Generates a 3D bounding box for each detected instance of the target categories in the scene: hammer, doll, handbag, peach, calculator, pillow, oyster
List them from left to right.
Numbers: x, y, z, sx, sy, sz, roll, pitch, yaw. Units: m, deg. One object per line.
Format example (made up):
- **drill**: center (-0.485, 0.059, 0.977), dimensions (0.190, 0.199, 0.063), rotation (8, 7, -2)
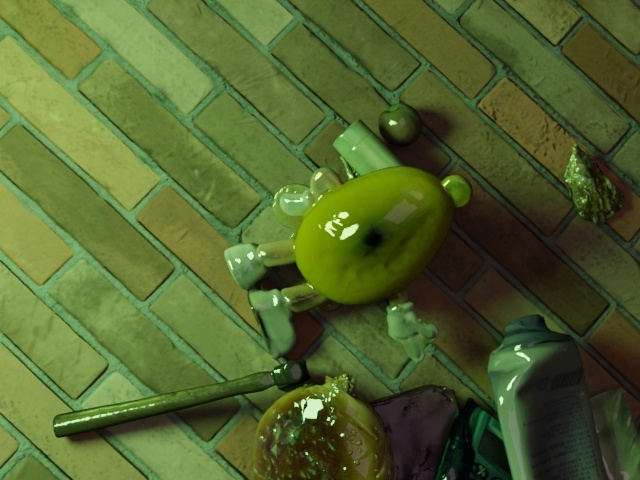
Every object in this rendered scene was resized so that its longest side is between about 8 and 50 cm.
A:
- **hammer**: center (-0.234, 0.266, 1.621), dimensions (0.440, 0.168, 0.044), rotation (-12, 81, 0)
- **doll**: center (0.041, 0.043, 1.630), dimensions (0.423, 0.161, 0.348), rotation (2, 109, 10)
- **peach**: center (0.148, -0.211, 1.767), dimensions (0.083, 0.083, 0.083), rotation (1, 81, -7)
- **handbag**: center (0.151, 0.369, 1.677), dimensions (0.216, 0.074, 0.203), rotation (-16, 83, -7)
- **calculator**: center (0.292, 0.443, 1.622), dimensions (0.248, 0.058, 0.274), rotation (37, 60, -21)
- **oyster**: center (0.519, -0.103, 1.820), dimensions (0.122, 0.045, 0.146), rotation (7, 80, -20)
- **pillow**: center (0.525, 0.390, 1.730), dimensions (0.128, 0.051, 0.229), rotation (-15, 85, -5)

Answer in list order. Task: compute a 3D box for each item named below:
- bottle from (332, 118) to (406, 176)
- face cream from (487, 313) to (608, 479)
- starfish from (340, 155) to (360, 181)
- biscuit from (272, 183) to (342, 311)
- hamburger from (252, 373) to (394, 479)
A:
- **bottle**: center (0.115, -0.120, 1.702), dimensions (0.072, 0.072, 0.201), rotation (-42, 84, -11)
- **face cream**: center (0.400, 0.334, 1.636), dimensions (0.235, 0.137, 0.420), rotation (-6, 79, -37)
- **starfish**: center (0.070, -0.051, 1.744), dimensions (0.176, 0.053, 0.208), rotation (-12, 80, -4)
- **biscuit**: center (0.000, 0.000, 1.719), dimensions (0.153, 0.030, 0.234), rotation (-37, 87, 8)
- **hamburger**: center (0.009, 0.354, 1.582), dimensions (0.243, 0.146, 0.286), rotation (34, 100, 26)
